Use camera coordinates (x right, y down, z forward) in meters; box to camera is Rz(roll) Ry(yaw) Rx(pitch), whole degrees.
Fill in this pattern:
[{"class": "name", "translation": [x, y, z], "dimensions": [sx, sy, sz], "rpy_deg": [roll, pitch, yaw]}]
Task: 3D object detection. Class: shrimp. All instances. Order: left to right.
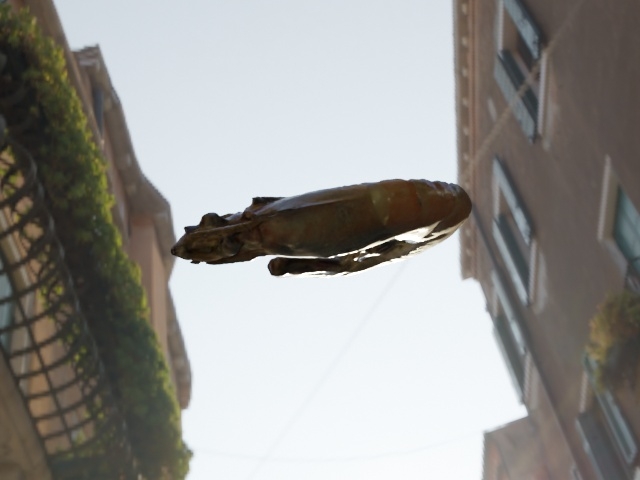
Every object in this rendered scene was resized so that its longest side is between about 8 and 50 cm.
[{"class": "shrimp", "translation": [0.001, 0.002, 0.757], "dimensions": [0.251, 0.052, 0.143], "rpy_deg": [-1, -27, -27]}]
